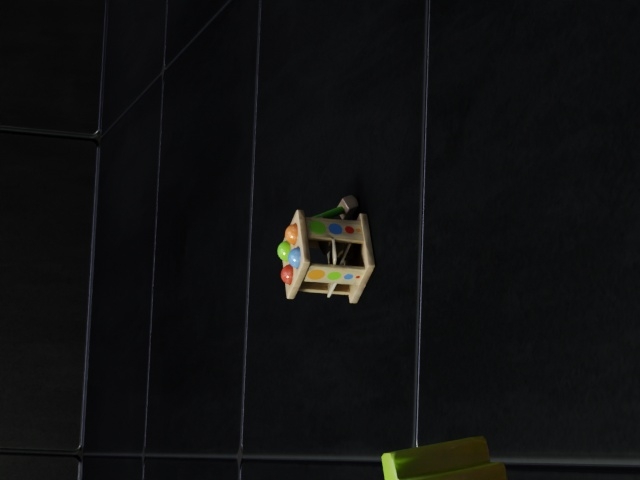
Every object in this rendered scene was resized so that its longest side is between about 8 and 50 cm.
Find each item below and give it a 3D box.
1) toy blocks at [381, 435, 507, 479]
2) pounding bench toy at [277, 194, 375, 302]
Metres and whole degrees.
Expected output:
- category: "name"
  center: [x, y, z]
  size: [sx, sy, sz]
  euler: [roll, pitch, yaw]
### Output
- category: "toy blocks"
  center: [0.151, 0.251, 0.602]
  size: [0.261, 0.191, 0.381]
  euler: [-22, 75, 62]
- category: "pounding bench toy"
  center: [0.000, 0.000, 1.327]
  size: [0.052, 0.065, 0.083]
  euler: [114, 155, -49]
